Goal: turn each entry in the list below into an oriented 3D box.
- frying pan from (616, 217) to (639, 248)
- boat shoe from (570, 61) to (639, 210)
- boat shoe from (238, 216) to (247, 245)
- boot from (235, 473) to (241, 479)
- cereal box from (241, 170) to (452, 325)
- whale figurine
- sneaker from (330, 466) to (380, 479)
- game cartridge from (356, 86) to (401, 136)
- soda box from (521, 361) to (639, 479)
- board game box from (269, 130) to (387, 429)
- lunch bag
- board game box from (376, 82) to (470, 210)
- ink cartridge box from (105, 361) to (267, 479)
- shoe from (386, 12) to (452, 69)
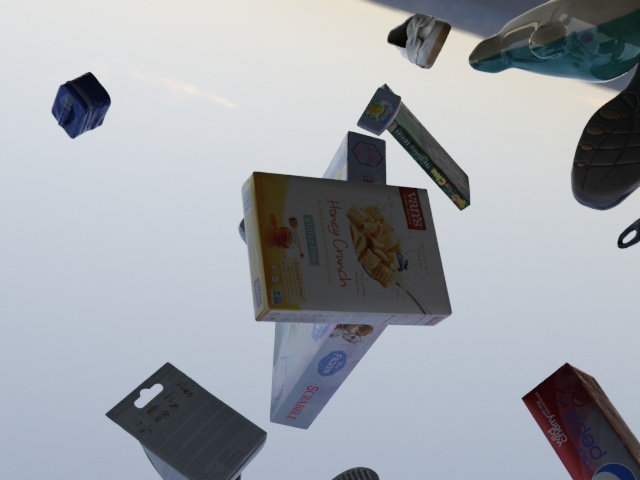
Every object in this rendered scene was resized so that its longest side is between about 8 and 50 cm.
[{"bbox_3d":[0.537,-0.054,1.343,0.053,0.326,0.197,-3,-138,-24],"label":"frying pan"},{"bbox_3d":[0.501,-0.170,1.516,0.132,0.355,0.130,28,158,30],"label":"boat shoe"},{"bbox_3d":[0.000,0.000,1.826,0.335,0.119,0.121,5,-133,41],"label":"boat shoe"},{"bbox_3d":[-0.282,0.434,1.997,0.206,0.090,0.248,33,172,-24],"label":"boot"},{"bbox_3d":[0.031,0.012,1.164,0.240,0.047,0.173,3,-116,-26],"label":"cereal box"},{"bbox_3d":[0.363,-0.291,1.480,0.272,0.141,0.216,-16,-167,33],"label":"whale figurine"},{"bbox_3d":[0.016,0.599,1.959,0.126,0.127,0.321,19,-125,42],"label":"sneaker"},{"bbox_3d":[0.108,-0.230,1.771,0.056,0.083,0.017,28,173,21],"label":"game cartridge"},{"bbox_3d":[0.369,0.287,1.261,0.092,0.083,0.263,27,-154,-46],"label":"soda box"},{"bbox_3d":[0.010,0.062,1.442,0.065,0.319,0.318,13,-130,-15],"label":"board game box"},{"bbox_3d":[-0.375,-0.205,1.527,0.065,0.098,0.067,-33,-101,-38],"label":"lunch bag"},{"bbox_3d":[0.196,-0.180,1.898,0.260,0.030,0.136,46,-154,-16],"label":"board game box"},{"bbox_3d":[-0.235,0.338,1.734,0.232,0.066,0.189,29,-144,15],"label":"ink cartridge box"},{"bbox_3d":[0.147,-0.307,1.518,0.058,0.077,0.219,21,-174,-10],"label":"shoe"}]
